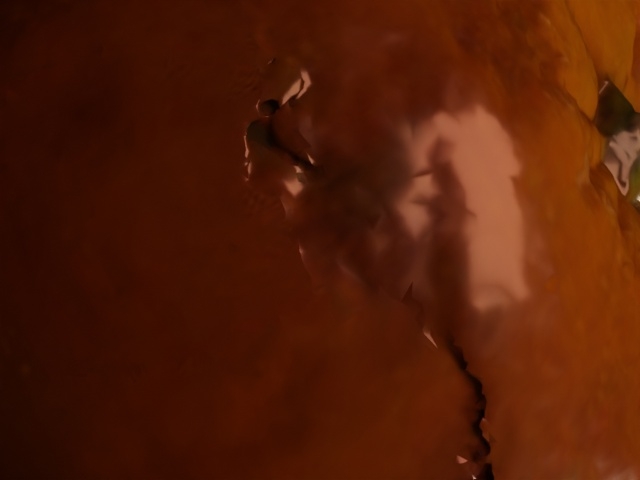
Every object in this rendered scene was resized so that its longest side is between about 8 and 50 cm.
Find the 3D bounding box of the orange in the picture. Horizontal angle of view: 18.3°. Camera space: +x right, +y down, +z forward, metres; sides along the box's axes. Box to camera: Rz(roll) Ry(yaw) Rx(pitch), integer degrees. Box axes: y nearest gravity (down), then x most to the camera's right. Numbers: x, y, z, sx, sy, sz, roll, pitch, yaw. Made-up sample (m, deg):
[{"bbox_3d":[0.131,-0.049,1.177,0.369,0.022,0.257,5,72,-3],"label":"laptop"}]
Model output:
[{"bbox_3d":[0.000,0.000,0.588,0.284,0.226,0.284,26,55,-44],"label":"orange"}]
